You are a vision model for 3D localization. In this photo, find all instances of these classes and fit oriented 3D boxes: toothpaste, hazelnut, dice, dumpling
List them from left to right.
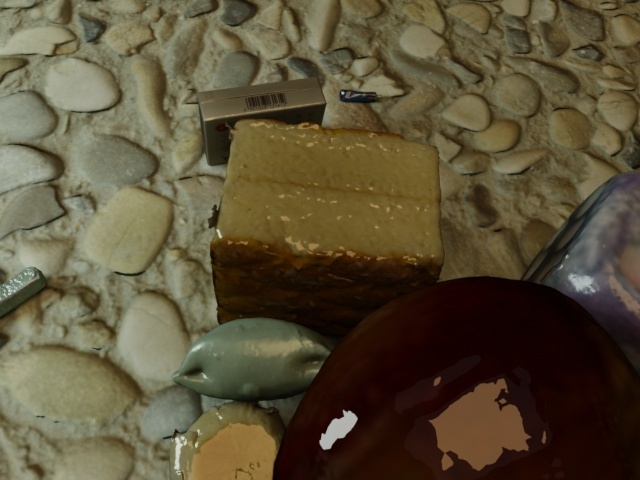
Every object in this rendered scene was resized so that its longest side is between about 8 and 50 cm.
[{"bbox_3d":[-0.079,0.161,0.695,0.217,0.149,0.104,-6,62,-7],"label":"dumpling"},{"bbox_3d":[0.078,-0.282,1.034,0.083,0.019,0.027,1,79,-3],"label":"toothpaste"},{"bbox_3d":[0.145,0.250,0.550,0.421,0.420,0.352,-6,31,-11],"label":"hazelnut"},{"bbox_3d":[0.440,0.089,0.738,0.271,0.270,0.270,37,63,13],"label":"dice"}]

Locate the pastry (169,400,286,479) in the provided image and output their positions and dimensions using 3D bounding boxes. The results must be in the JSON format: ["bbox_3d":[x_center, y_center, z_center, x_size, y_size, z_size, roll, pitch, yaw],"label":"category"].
[{"bbox_3d":[-0.105,0.281,0.662,0.166,0.088,0.165,4,60,-6],"label":"pastry"}]

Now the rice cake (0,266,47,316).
[{"bbox_3d":[-0.480,0.108,0.735,0.208,0.033,0.033,-38,63,-23],"label":"rice cake"}]

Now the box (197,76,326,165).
[{"bbox_3d":[-0.099,-0.198,0.894,0.201,0.141,0.058,-13,69,-13],"label":"box"}]

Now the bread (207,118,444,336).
[{"bbox_3d":[0.000,0.000,0.722,0.279,0.279,0.207,3,60,-3],"label":"bread"}]
